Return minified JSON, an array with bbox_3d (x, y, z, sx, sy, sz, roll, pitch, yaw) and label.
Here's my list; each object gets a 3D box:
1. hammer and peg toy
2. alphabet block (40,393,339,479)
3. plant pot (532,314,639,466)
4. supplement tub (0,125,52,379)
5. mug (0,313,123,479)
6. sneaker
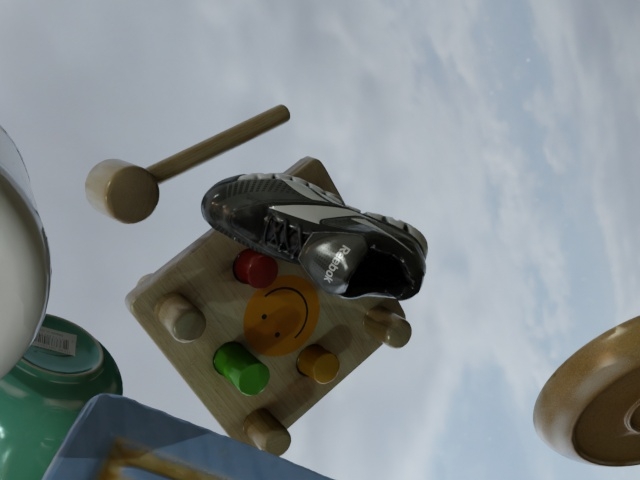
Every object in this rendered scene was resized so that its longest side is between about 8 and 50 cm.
[{"bbox_3d":[-0.063,0.034,0.857,0.266,0.127,0.361,-38,-59,-16],"label":"hammer and peg toy"},{"bbox_3d":[-0.103,0.248,0.497,0.192,0.193,0.197,-69,2,-50],"label":"alphabet block"},{"bbox_3d":[0.317,0.147,0.750,0.236,0.236,0.032,51,-163,-41],"label":"plant pot"},{"bbox_3d":[-0.226,-0.009,0.427,0.144,0.199,0.144,-8,-69,-21],"label":"supplement tub"},{"bbox_3d":[-0.216,0.113,0.571,0.097,0.129,0.157,-60,-18,18],"label":"mug"},{"bbox_3d":[0.000,0.000,0.762,0.106,0.234,0.078,-96,26,-66],"label":"sneaker"}]
